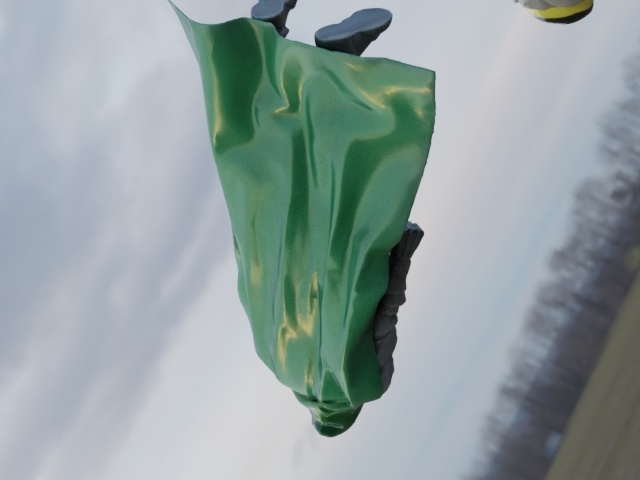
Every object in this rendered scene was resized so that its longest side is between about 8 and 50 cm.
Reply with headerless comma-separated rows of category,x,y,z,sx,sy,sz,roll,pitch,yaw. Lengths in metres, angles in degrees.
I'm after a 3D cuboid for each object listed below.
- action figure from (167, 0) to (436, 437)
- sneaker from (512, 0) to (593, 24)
action figure,0.000,0.000,0.725,0.063,0.137,0.232,-37,-41,-38
sneaker,0.190,-0.346,1.255,0.147,0.145,0.385,54,-130,-56
